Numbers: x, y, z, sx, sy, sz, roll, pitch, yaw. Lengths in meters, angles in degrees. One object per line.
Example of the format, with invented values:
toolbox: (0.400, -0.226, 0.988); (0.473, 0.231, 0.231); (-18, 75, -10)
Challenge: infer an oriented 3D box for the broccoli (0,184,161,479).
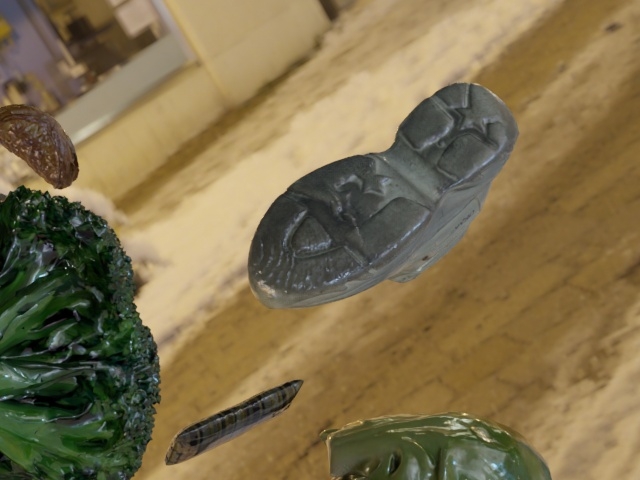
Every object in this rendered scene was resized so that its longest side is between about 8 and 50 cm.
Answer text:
broccoli: (-0.252, 0.096, 0.884); (0.297, 0.297, 0.297); (-31, 10, -2)

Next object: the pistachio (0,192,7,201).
pistachio: (-0.451, 0.147, 1.487); (0.445, 0.365, 0.281); (-61, -1, -16)

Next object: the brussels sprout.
brussels sprout: (0.214, 0.454, 2.140); (0.361, 0.425, 0.342); (-23, 39, -10)

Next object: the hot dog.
hot dog: (-0.402, -0.136, 1.789); (0.065, 0.147, 0.099); (-56, 8, -29)

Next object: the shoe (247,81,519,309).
shoe: (0.066, -0.007, 1.354); (0.342, 0.132, 0.210); (-36, -23, -24)

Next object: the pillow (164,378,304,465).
pillow: (-0.121, 0.252, 1.771); (0.203, 0.038, 0.113); (-22, -20, -26)
